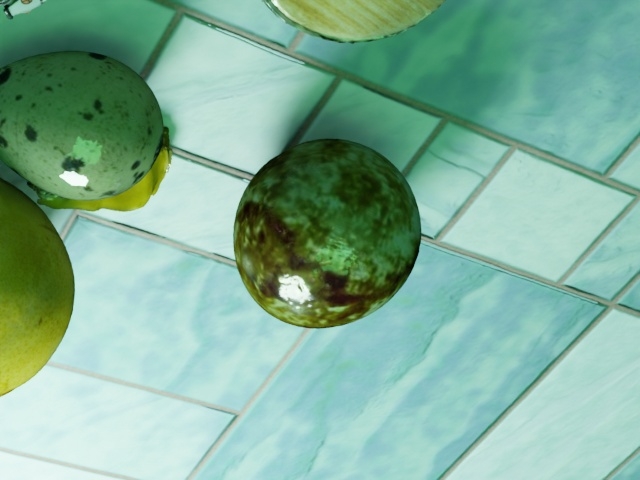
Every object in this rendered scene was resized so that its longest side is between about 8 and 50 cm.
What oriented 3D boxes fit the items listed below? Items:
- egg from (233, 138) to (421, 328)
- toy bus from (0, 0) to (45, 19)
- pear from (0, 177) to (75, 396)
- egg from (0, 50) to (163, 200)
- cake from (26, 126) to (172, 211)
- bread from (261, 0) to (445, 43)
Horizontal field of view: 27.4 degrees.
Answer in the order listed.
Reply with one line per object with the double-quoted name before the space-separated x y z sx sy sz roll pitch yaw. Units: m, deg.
"egg" 0.000 0.000 1.704 0.238 0.238 0.289 15 141 -22
"toy bus" -0.343 -0.338 1.427 0.089 0.087 0.194 -19 133 -4
"pear" -0.457 0.063 1.642 0.314 0.314 0.314 -5 134 -5
"egg" -0.300 -0.141 1.563 0.228 0.177 0.177 15 131 -2
"cake" -0.268 -0.092 1.663 0.185 0.079 0.116 12 129 -34
"bread" 0.047 -0.342 1.514 0.267 0.040 0.267 -4 134 -4
